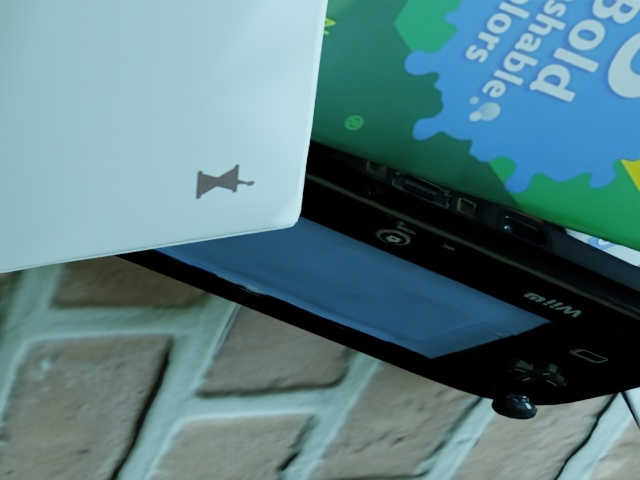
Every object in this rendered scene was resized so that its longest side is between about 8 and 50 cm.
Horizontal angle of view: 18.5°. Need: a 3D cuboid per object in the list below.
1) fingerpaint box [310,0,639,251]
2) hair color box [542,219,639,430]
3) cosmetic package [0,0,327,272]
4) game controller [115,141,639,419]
[{"bbox_3d":[0.216,-0.191,0.568,0.371,0.163,0.445,18,121,-30],"label":"fingerpaint box"},{"bbox_3d":[0.185,-0.053,0.896,0.185,0.110,0.339,-25,147,4],"label":"hair color box"},{"bbox_3d":[-0.065,-0.219,0.389,0.097,0.284,0.377,-11,143,-15],"label":"cosmetic package"},{"bbox_3d":[0.000,0.000,0.803,0.319,0.067,0.166,22,168,-22],"label":"game controller"}]
